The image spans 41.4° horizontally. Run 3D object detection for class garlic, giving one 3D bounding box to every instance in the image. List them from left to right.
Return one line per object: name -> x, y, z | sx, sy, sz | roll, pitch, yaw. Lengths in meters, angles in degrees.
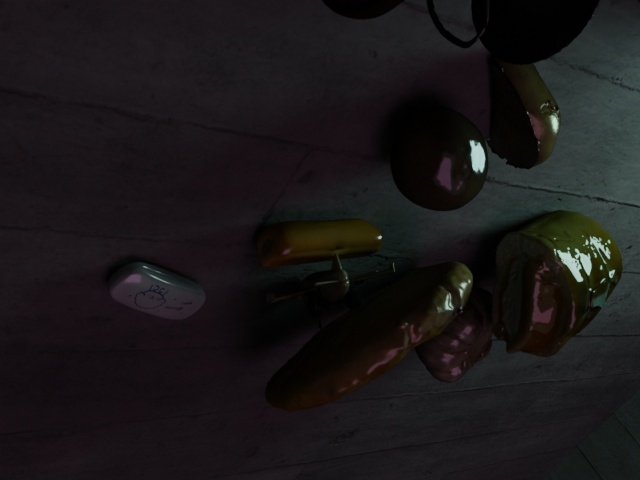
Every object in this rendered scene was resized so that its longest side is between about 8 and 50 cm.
garlic -> 0.309, 0.209, 1.965 | 0.245, 0.160, 0.245 | -31, 136, -34

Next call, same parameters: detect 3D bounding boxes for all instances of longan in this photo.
longan -> 0.198, -0.137, 1.422 | 0.167, 0.167, 0.187 | -29, 146, -7

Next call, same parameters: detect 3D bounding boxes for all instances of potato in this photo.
potato -> 0.368, -0.221, 1.479 | 0.098, 0.138, 0.243 | -33, 150, -9

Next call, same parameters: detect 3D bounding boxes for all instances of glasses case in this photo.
glasses case -> -0.269, 0.086, 1.409 | 0.076, 0.049, 0.197 | -42, 146, 13

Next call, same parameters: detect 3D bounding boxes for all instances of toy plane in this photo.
toy plane -> 0.010, 0.090, 1.544 | 0.242, 0.104, 0.256 | -13, 163, -18

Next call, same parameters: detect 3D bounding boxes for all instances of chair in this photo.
chair -> 0.150, -0.361, 1.045 | 0.401, 0.226, 0.226 | 3, 132, -41

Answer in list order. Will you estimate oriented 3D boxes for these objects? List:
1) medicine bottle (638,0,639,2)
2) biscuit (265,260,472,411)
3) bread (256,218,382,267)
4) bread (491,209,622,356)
medicine bottle -> 0.526, -0.414, 1.224 | 0.178, 0.290, 0.178 | -22, 144, -17
biscuit -> 0.086, 0.173, 1.575 | 0.429, 0.104, 0.446 | -34, 180, -13
bread -> 0.000, 0.000, 1.501 | 0.239, 0.074, 0.092 | -5, 161, -37
bread -> 0.543, 0.093, 1.893 | 0.341, 0.210, 0.300 | -19, 123, -47
